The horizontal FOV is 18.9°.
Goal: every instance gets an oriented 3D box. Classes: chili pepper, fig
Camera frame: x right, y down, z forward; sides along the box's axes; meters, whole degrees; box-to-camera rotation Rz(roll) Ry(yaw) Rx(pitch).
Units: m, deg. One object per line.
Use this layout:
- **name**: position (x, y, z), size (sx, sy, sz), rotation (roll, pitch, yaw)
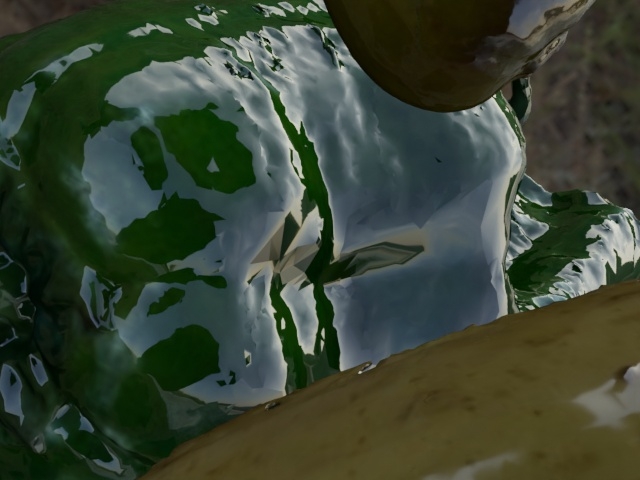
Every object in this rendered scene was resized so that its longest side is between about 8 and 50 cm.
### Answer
- **chili pepper**: position (0.009, -0.001, 0.680), size (0.167, 0.213, 0.385), rotation (26, 21, 28)
- **fig**: position (0.029, -0.078, 0.477), size (0.088, 0.074, 0.074), rotation (53, 35, -5)

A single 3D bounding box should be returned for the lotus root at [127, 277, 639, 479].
- **lotus root**: position (0.016, 0.105, 0.365), size (0.146, 0.284, 0.160), rotation (-94, 163, -73)
